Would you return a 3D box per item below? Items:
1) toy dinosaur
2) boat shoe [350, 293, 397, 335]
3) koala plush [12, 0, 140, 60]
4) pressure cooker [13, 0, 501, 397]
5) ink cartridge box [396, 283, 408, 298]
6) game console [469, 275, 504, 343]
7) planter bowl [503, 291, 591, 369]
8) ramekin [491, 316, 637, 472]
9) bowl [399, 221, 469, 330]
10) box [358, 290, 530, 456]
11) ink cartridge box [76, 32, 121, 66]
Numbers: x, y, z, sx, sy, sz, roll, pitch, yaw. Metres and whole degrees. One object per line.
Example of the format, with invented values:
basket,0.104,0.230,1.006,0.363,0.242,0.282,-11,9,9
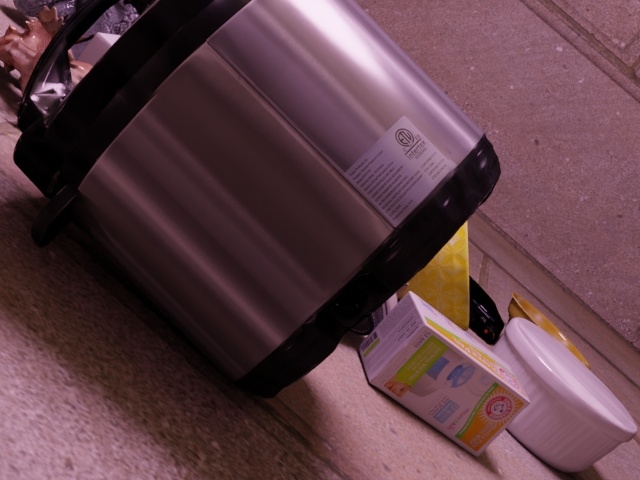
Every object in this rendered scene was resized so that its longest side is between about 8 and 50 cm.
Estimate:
toy dinosaur,-0.299,-0.186,1.374,0.296,0.127,0.200,44,5,-11
boat shoe,-0.019,0.048,1.441,0.127,0.158,0.340,1,-43,40
koala plush,-0.324,-0.345,1.716,0.196,0.203,0.221,50,-1,16
pressure cooker,-0.073,-0.103,1.111,0.420,0.375,0.370,45,24,-2
ink cartridge box,0.000,0.000,1.671,0.235,0.088,0.193,31,17,-34
game console,0.241,0.056,2.226,0.361,0.044,0.213,46,13,0
planter bowl,0.435,0.211,2.203,0.217,0.090,0.217,41,12,-10
ramekin,0.376,0.261,1.794,0.273,0.127,0.273,39,13,-11
bowl,0.173,0.017,1.890,0.156,0.289,0.289,-2,13,5
box,0.168,0.182,1.486,0.203,0.114,0.103,37,14,-20
ink cartridge box,-0.295,-0.236,1.566,0.061,0.104,0.181,42,12,2
